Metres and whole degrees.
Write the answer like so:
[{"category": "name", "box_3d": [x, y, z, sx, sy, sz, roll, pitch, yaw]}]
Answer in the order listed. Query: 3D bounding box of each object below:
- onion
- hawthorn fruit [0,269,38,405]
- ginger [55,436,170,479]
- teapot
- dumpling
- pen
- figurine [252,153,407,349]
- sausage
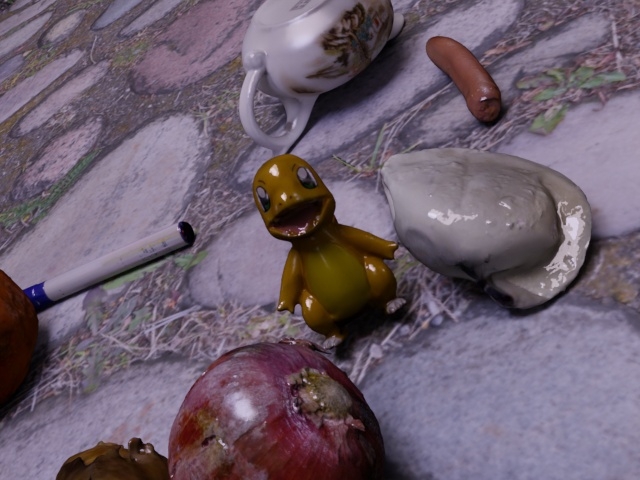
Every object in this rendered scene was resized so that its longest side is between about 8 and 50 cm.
[{"category": "onion", "box_3d": [-0.046, 0.173, 0.666, 0.195, 0.159, 0.159, -55, 26, 24]}, {"category": "hawthorn fruit", "box_3d": [-0.409, 0.109, 1.028, 0.173, 0.173, 0.179, 1, 48, 41]}, {"category": "ginger", "box_3d": [-0.152, 0.248, 0.666, 0.133, 0.107, 0.309, -65, 22, 16]}, {"category": "teapot", "box_3d": [-0.007, -0.245, 1.151, 0.298, 0.139, 0.204, -46, 37, -21]}, {"category": "dumpling", "box_3d": [0.142, -0.021, 0.776, 0.150, 0.092, 0.176, -31, 35, -23]}, {"category": "pen", "box_3d": [-0.275, 0.037, 1.116, 0.269, 0.033, 0.033, -23, 35, 18]}, {"category": "figurine", "box_3d": [-0.001, -0.003, 0.813, 0.121, 0.176, 0.122, -27, 22, 6]}, {"category": "sausage", "box_3d": [0.162, -0.186, 1.014, 0.043, 0.043, 0.186, -29, 35, 7]}]
